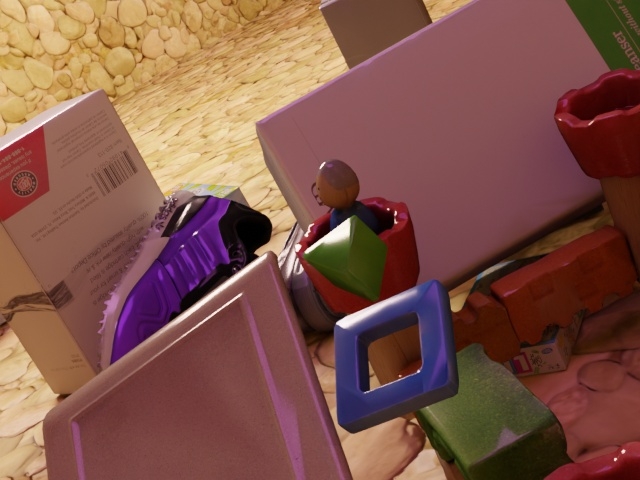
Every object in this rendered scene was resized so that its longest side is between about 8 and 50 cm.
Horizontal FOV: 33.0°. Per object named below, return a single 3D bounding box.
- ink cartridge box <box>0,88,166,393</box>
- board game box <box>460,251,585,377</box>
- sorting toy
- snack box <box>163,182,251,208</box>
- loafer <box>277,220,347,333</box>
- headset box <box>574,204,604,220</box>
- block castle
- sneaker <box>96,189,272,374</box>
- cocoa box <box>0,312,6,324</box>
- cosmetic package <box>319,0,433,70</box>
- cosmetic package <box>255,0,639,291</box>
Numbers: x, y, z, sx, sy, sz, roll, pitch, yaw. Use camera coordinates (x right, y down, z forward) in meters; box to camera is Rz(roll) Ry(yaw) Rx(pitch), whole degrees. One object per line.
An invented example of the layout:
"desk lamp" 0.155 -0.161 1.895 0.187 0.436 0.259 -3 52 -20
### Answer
"ink cartridge box" -0.274 0.005 1.221 0.117 0.283 0.207 -11 23 43
"board game box" 0.165 0.061 0.897 0.103 0.026 0.154 -15 22 31
"sorting toy" -0.070 0.122 0.586 0.348 0.047 0.196 -36 40 14
"snack box" -0.206 -0.007 1.489 0.174 0.070 0.207 -36 22 -22
"loafer" 0.000 0.000 1.162 0.095 0.109 0.302 -21 22 26
"headset box" 0.165 -0.080 1.142 0.218 0.110 0.293 -21 19 14
"block castle" 0.182 0.037 0.609 0.303 0.212 0.453 -27 23 -5
"sneaker" -0.127 0.061 1.132 0.146 0.102 0.293 8 50 13
"cocoa box" -0.646 0.046 1.672 0.231 0.228 0.347 -34 20 -21
"cosmetic package" 0.104 -0.250 1.472 0.127 0.238 0.107 -21 20 13
"cosmetic package" 0.149 -0.091 0.915 0.366 0.197 0.155 -31 -7 -5
